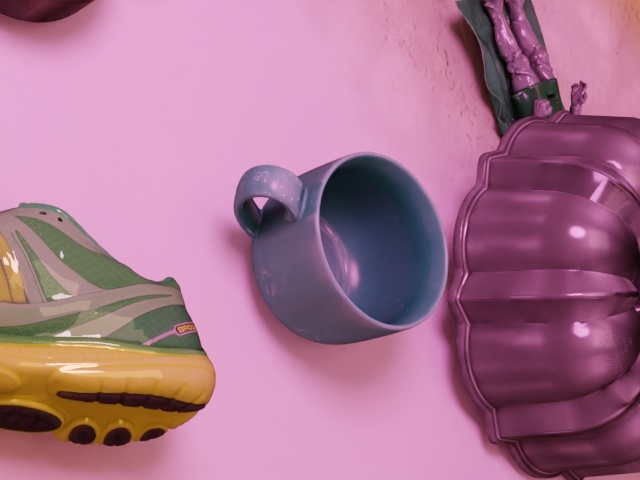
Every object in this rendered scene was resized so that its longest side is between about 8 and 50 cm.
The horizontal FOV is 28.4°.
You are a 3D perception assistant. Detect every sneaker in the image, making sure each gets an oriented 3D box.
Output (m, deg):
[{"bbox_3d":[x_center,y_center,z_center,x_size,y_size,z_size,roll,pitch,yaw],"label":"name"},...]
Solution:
[{"bbox_3d":[-0.199,0.038,0.726,0.295,0.109,0.123,20,40,-35],"label":"sneaker"}]

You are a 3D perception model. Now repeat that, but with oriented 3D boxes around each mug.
[{"bbox_3d":[0.007,-0.001,0.915,0.129,0.097,0.158,-41,104,-42],"label":"mug"}]

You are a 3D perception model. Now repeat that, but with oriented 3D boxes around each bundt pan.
[{"bbox_3d":[0.260,0.045,1.079,0.331,0.124,0.331,4,84,-46],"label":"bundt pan"}]

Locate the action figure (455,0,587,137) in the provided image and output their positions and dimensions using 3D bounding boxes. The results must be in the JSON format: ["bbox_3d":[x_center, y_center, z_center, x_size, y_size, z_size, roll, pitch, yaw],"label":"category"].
[{"bbox_3d":[0.203,-0.121,1.166,0.137,0.063,0.232,-23,97,-48],"label":"action figure"}]

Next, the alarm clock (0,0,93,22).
[{"bbox_3d":[-0.175,-0.208,0.836,0.192,0.064,0.129,0,77,-41],"label":"alarm clock"}]
